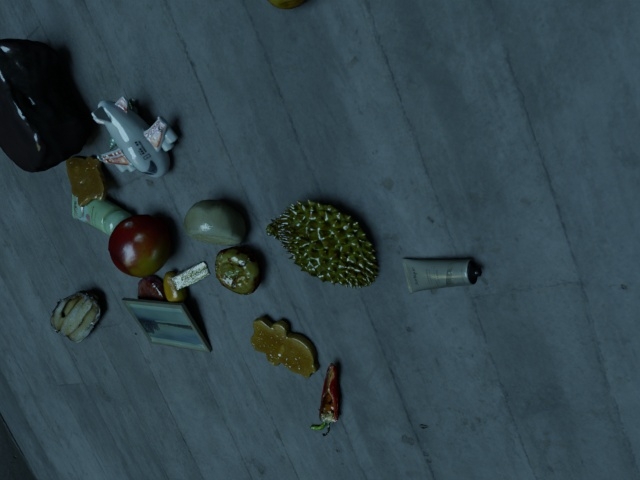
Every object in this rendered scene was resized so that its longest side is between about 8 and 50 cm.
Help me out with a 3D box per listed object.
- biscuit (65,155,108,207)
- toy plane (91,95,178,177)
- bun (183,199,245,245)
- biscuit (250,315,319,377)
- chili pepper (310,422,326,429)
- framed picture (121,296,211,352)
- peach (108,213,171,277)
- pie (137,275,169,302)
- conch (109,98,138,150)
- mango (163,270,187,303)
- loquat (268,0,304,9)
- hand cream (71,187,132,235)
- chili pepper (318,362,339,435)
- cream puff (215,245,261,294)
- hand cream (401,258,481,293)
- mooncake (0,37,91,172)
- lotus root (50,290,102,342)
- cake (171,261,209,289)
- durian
[{"bbox_3d":[-0.749,-0.198,1.635,0.250,0.035,0.162,38,98,29],"label":"biscuit"},{"bbox_3d":[-0.515,-0.277,1.408,0.252,0.118,0.252,5,128,6],"label":"toy plane"},{"bbox_3d":[-0.287,-0.054,1.384,0.173,0.166,0.113,5,77,19],"label":"bun"},{"bbox_3d":[-0.101,0.307,1.477,0.226,0.036,0.166,22,121,19],"label":"biscuit"},{"bbox_3d":[-0.003,0.553,1.533,0.083,0.017,0.030,-37,87,38],"label":"chili pepper"},{"bbox_3d":[-0.512,0.279,1.696,0.289,0.016,0.213,1,127,32],"label":"framed picture"},{"bbox_3d":[-0.536,0.009,1.533,0.197,0.197,0.197,13,116,27],"label":"peach"},{"bbox_3d":[-0.556,0.186,1.705,0.154,0.038,0.153,14,119,27],"label":"pie"},{"bbox_3d":[-0.568,-0.324,1.476,0.088,0.065,0.180,46,118,9],"label":"conch"},{"bbox_3d":[-0.464,0.151,1.623,0.079,0.057,0.114,-4,105,40],"label":"mango"},{"bbox_3d":[-0.068,-0.546,1.044,0.137,0.113,0.137,1,93,17],"label":"loquat"},{"bbox_3d":[-0.727,-0.096,1.672,0.306,0.093,0.147,24,117,32],"label":"hand cream"},{"bbox_3d":[0.026,0.448,1.449,0.059,0.050,0.267,5,113,8],"label":"chili pepper"},{"bbox_3d":[-0.221,0.077,1.421,0.149,0.084,0.149,12,122,19],"label":"cream puff"},{"bbox_3d":[0.269,0.075,1.141,0.186,0.054,0.087,-8,102,41],"label":"hand cream"},{"bbox_3d":[-0.877,-0.406,1.542,0.351,0.212,0.381,3,115,36],"label":"mooncake"},{"bbox_3d":[-0.918,0.269,1.950,0.167,0.078,0.329,40,127,-17],"label":"lotus root"},{"bbox_3d":[-0.394,0.108,1.562,0.121,0.065,0.052,-21,101,29],"label":"cake"},{"bbox_3d":[0.000,0.000,1.233,0.306,0.166,0.172,22,90,16],"label":"durian"}]
